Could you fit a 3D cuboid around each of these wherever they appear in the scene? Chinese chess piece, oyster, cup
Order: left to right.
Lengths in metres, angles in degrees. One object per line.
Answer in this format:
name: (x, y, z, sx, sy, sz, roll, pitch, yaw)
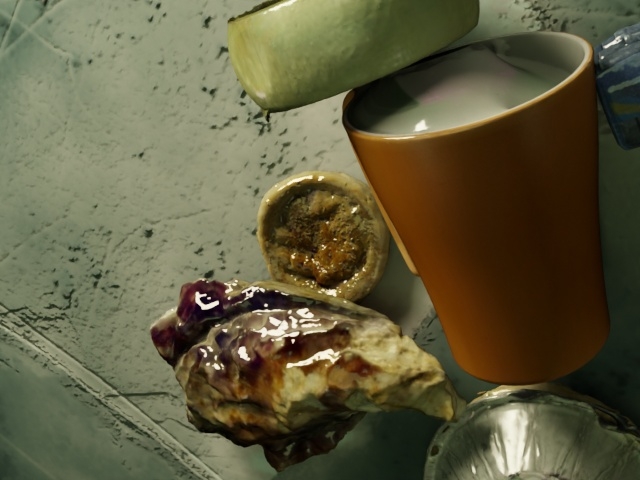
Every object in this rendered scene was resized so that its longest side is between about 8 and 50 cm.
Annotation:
oyster: (-0.034, 0.134, 0.807, 0.275, 0.100, 0.271, 37, 132, -4)
Chinese chess piece: (0.024, -0.159, 0.624, 0.189, 0.188, 0.083, -16, 107, 22)
cup: (0.120, -0.030, 0.664, 0.226, 0.182, 0.263, 16, 133, 51)

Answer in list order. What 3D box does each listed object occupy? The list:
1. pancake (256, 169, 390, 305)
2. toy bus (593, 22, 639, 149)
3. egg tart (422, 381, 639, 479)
pancake: (0.000, 0.000, 0.785, 0.140, 0.022, 0.139, 6, 111, 16)
toy bus: (0.317, -0.144, 0.605, 0.237, 0.079, 0.094, -17, 120, 23)
egg tart: (0.204, 0.244, 0.774, 0.234, 0.094, 0.234, 7, 114, 16)
